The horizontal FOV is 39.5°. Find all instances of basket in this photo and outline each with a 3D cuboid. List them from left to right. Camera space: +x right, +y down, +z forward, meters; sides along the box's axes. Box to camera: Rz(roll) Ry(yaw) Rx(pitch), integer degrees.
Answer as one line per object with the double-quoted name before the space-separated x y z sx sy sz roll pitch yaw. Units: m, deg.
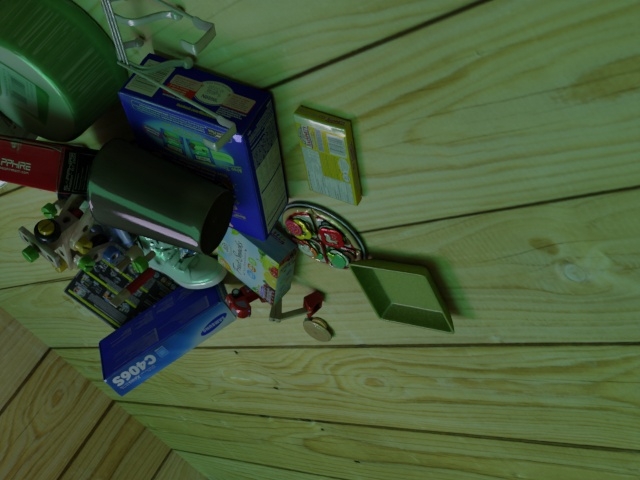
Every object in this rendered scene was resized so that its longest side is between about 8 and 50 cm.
"basket" -0.288 -0.070 1.649 0.226 0.154 0.204 21 151 14

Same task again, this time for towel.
"towel" -0.582 -0.115 2.192 0.209 0.034 0.285 6 130 41

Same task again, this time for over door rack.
"over door rack" -0.245 -0.330 1.464 0.324 0.108 0.240 42 158 29

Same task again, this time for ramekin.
"ramekin" -0.542 -0.334 1.742 0.303 0.148 0.303 25 151 15

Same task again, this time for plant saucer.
"plant saucer" 0.172 0.103 1.809 0.188 0.045 0.188 8 142 38

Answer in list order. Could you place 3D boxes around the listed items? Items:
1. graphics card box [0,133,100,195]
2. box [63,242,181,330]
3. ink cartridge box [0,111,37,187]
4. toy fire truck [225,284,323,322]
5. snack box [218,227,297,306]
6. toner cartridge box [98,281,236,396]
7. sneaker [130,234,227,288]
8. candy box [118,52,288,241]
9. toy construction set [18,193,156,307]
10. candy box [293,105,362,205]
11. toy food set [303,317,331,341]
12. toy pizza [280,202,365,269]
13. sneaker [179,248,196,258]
"graphics card box" -0.501 -0.147 1.820 0.232 0.094 0.371 11 -175 22
"box" -0.500 0.128 2.341 0.270 0.216 0.060 37 168 -9
"ink cartridge box" -0.713 -0.251 1.885 0.117 0.283 0.207 -23 124 25
"toy fire truck" -0.106 0.141 2.053 0.135 0.192 0.047 53 159 24
"snack box" -0.142 0.030 1.964 0.174 0.070 0.207 38 152 14
"toner cartridge box" -0.383 0.224 2.214 0.075 0.347 0.165 54 -177 -35
"sneaker" -0.353 0.026 2.171 0.255 0.094 0.151 16 145 25
"candy box" -0.210 -0.170 1.692 0.268 0.122 0.317 21 148 18
"toy construction set" -0.562 0.029 2.084 0.309 0.237 0.257 47 143 -5
"candy box" 0.015 -0.148 1.598 0.105 0.027 0.206 22 150 24
"toy food set" -0.008 0.220 2.198 0.082 0.020 0.083 0 138 46
"toy pizza" 0.000 0.000 1.836 0.201 0.032 0.201 25 150 15
"sneaker" -0.292 -0.027 2.061 0.190 0.071 0.083 -37 78 48
